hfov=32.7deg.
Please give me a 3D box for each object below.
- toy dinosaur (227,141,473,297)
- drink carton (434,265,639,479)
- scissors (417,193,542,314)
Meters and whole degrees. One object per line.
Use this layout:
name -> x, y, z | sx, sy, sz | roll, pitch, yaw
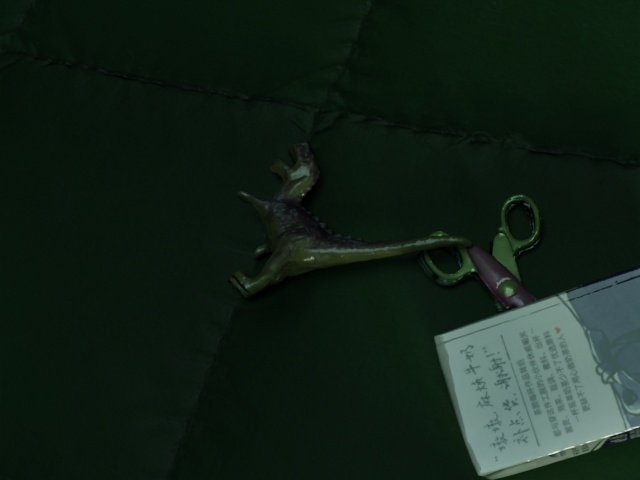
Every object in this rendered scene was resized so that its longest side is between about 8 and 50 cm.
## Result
toy dinosaur -> -0.002, -0.003, 1.145 | 0.200, 0.072, 0.251 | -41, 42, -14
drink carton -> 0.227, 0.119, 0.974 | 0.222, 0.102, 0.134 | -19, 72, 10
scissors -> 0.184, 0.049, 1.083 | 0.134, 0.020, 0.187 | -27, 60, 8
